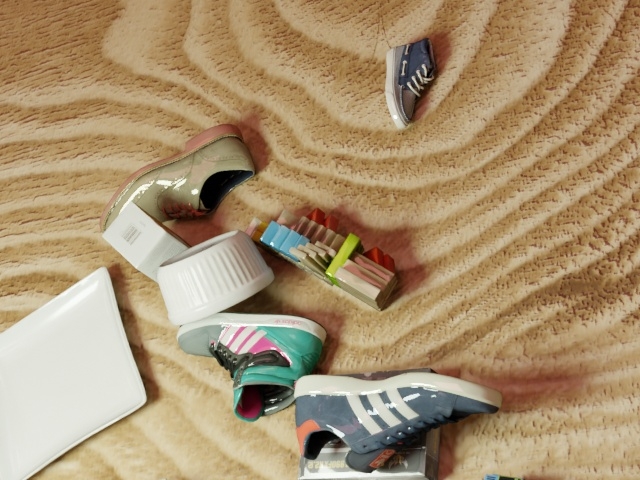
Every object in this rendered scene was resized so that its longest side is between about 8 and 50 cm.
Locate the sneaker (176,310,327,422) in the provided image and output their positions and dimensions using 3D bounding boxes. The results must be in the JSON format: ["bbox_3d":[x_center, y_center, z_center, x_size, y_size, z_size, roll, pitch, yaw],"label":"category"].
[{"bbox_3d":[-0.142,0.230,2.035,0.296,0.124,0.178,-3,54,27],"label":"sneaker"}]

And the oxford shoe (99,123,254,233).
[{"bbox_3d":[-0.288,-0.091,2.290,0.348,0.123,0.130,-36,58,10],"label":"oxford shoe"}]

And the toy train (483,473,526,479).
[{"bbox_3d":[0.316,0.410,1.698,0.184,0.080,0.105,3,60,31],"label":"toy train"}]

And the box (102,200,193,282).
[{"bbox_3d":[-0.311,0.021,2.207,0.130,0.170,0.091,37,87,38],"label":"box"}]

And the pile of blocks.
[{"bbox_3d":[0.000,0.000,2.055,0.362,0.149,0.112,25,79,37],"label":"pile of blocks"}]

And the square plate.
[{"bbox_3d":[-0.512,0.272,2.265,0.347,0.049,0.344,-33,53,11],"label":"square plate"}]

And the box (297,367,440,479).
[{"bbox_3d":[0.083,0.311,1.897,0.231,0.056,0.183,-8,62,26],"label":"box"}]

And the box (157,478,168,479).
[{"bbox_3d":[-0.304,0.454,2.018,0.137,0.094,0.027,-15,58,23],"label":"box"}]

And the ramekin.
[{"bbox_3d":[-0.199,0.062,2.087,0.207,0.207,0.109,-22,98,18],"label":"ramekin"}]

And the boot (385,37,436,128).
[{"bbox_3d":[0.174,-0.302,2.167,0.086,0.069,0.190,-17,56,25],"label":"boot"}]

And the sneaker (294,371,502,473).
[{"bbox_3d":[0.116,0.289,1.786,0.350,0.131,0.148,-7,69,32],"label":"sneaker"}]
